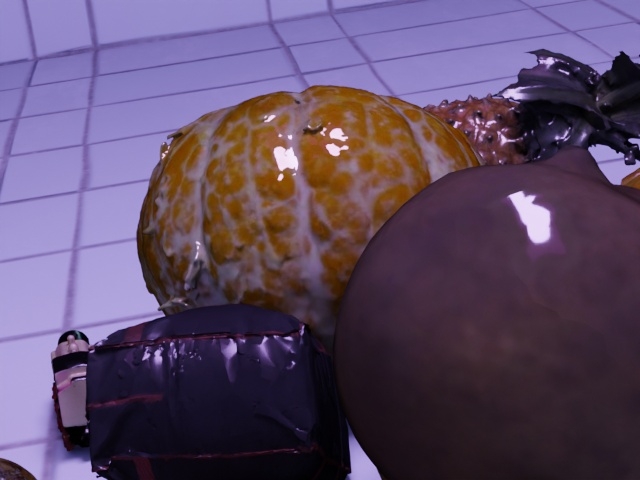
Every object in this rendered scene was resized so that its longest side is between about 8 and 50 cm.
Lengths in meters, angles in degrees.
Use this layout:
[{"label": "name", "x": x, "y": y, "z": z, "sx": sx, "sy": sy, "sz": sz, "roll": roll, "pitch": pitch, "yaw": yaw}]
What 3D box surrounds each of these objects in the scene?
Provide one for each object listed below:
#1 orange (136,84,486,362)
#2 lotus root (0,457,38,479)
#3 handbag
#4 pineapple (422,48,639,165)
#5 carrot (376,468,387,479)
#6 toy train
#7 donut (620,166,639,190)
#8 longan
[{"label": "orange", "x": 0.000, "y": 0.000, "z": 1.215, "sx": 0.329, "sy": 0.249, "sz": 0.329, "roll": 0, "pitch": -12, "yaw": 0}, {"label": "lotus root", "x": -0.283, "y": 0.207, "z": 1.022, "sx": 0.179, "sy": 0.089, "sz": 0.080, "roll": -2, "pitch": -22, "yaw": -12}, {"label": "handbag", "x": -0.073, "y": 0.129, "z": 1.014, "sx": 0.169, "sy": 0.155, "sz": 0.215, "roll": -9, "pitch": -16, "yaw": 7}, {"label": "pineapple", "x": 0.256, "y": -0.129, "z": 1.507, "sx": 0.364, "sy": 0.165, "sz": 0.165, "roll": -21, "pitch": 13, "yaw": 27}, {"label": "carrot", "x": 0.111, "y": 0.137, "z": 1.119, "sx": 0.069, "sy": 0.069, "sz": 0.228, "roll": 2, "pitch": 23, "yaw": 26}, {"label": "toy train", "x": -0.216, "y": 0.129, "z": 1.216, "sx": 0.050, "sy": 0.087, "sz": 0.138, "roll": -9, "pitch": 21, "yaw": -13}, {"label": "donut", "x": 0.404, "y": -0.036, "z": 1.350, "sx": 0.226, "sy": 0.114, "sz": 0.226, "roll": -14, "pitch": 10, "yaw": 3}, {"label": "longan", "x": 0.152, "y": 0.077, "z": 0.925, "sx": 0.297, "sy": 0.297, "sz": 0.297, "roll": -7, "pitch": 20, "yaw": 3}]
